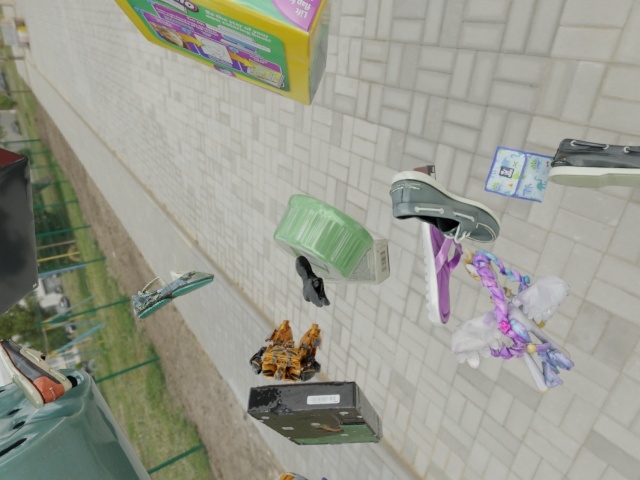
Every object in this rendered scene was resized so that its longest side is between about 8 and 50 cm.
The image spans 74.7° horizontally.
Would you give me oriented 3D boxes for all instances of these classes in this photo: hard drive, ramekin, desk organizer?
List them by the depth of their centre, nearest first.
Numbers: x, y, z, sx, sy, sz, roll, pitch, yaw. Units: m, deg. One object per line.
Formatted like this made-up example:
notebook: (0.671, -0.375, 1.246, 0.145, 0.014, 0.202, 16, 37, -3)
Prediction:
hard drive: (0.004, 0.410, 0.976, 0.339, 0.236, 0.064, 64, -157, -49)
desk organizer: (0.327, -0.165, 1.301, 0.050, 0.047, 0.130, -3, 95, 47)
ramekin: (0.000, 0.000, 1.306, 0.303, 0.303, 0.148, 14, 70, 54)

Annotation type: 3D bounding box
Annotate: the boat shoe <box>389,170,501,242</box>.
boat shoe: (0.275, -0.043, 0.918, 0.116, 0.319, 0.099, -19, 55, 53)

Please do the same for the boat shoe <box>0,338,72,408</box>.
boat shoe: (-0.388, 0.170, 0.561, 0.137, 0.043, 0.049, 26, 126, 28)

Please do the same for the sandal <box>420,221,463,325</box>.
sandal: (0.371, 0.043, 1.227, 0.102, 0.169, 0.417, 0, 99, 32)

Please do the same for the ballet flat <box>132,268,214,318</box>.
ballet flat: (-0.320, 0.098, 0.893, 0.070, 0.188, 0.070, 63, 180, 0)

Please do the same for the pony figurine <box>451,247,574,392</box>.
pony figurine: (0.501, 0.208, 1.090, 0.302, 0.351, 0.363, -36, 102, 20)

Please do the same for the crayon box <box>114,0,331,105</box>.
crayon box: (-0.167, -0.384, 0.704, 0.313, 0.362, 0.106, 171, 120, -88)

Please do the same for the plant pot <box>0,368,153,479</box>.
plant pot: (-0.401, 0.396, 0.603, 0.341, 0.341, 0.335, 8, 116, 55)

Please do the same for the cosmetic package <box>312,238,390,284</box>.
cosmetic package: (0.101, 0.079, 1.590, 0.296, 0.129, 0.153, 0, 100, 30)

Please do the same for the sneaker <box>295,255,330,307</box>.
sneaker: (-0.023, 0.117, 1.228, 0.089, 0.051, 0.170, -34, 66, 55)

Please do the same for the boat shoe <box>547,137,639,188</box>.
boat shoe: (0.683, -0.171, 0.895, 0.339, 0.127, 0.113, 7, 83, 33)

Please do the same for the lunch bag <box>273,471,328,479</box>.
lunch bag: (-0.005, 0.543, 0.680, 0.303, 0.243, 0.115, 39, 164, -6)

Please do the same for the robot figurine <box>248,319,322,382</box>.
robot figurine: (-0.092, 0.331, 1.268, 0.291, 0.210, 0.085, -48, -37, -77)

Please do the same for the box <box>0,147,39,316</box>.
box: (-0.569, -0.028, 0.660, 0.103, 0.184, 0.261, -78, 5, -60)

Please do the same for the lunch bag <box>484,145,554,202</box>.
lunch bag: (0.541, -0.183, 1.149, 0.151, 0.096, 0.129, 14, 106, 6)
